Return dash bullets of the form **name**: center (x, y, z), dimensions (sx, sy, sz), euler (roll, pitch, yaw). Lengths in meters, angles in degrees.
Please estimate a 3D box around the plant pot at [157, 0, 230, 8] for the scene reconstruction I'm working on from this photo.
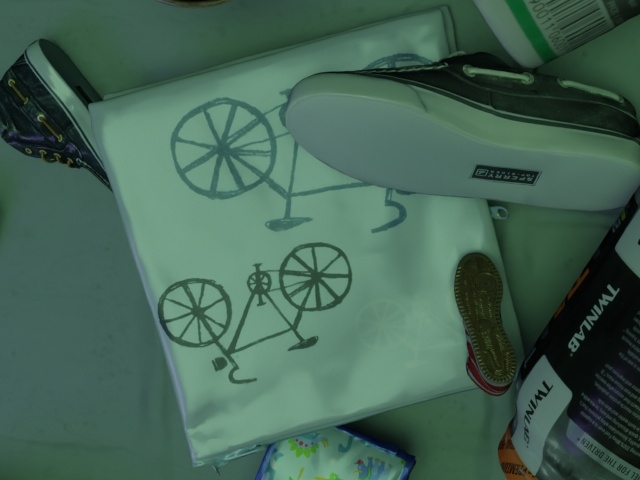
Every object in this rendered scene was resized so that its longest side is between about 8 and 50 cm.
- **plant pot**: center (-0.081, -0.275, 1.030), dimensions (0.166, 0.165, 0.167), euler (2, 101, 11)

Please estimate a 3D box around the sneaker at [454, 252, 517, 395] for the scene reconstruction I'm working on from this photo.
- **sneaker**: center (0.138, 0.074, 1.065), dimensions (0.042, 0.067, 0.119), euler (-9, 65, 1)

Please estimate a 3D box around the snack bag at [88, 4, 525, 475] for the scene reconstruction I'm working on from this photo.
- **snack bag**: center (0.000, 0.000, 1.091), dimensions (0.323, 0.037, 0.343), euler (-16, 94, 0)

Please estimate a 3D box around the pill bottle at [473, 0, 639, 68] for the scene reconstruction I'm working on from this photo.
- **pill bottle**: center (0.263, -0.296, 0.931), dimensions (0.361, 0.204, 0.204), euler (-27, 93, 15)

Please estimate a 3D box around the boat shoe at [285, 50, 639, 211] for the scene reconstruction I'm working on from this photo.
- **boat shoe**: center (0.120, -0.103, 1.017), dimensions (0.301, 0.108, 0.102), euler (8, 58, -9)

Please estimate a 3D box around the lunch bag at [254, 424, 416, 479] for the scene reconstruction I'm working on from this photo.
- **lunch bag**: center (0.004, 0.232, 1.141), dimensions (0.128, 0.096, 0.151), euler (22, 114, 8)

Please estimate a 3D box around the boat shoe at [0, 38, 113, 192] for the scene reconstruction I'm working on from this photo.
- **boat shoe**: center (-0.227, -0.089, 1.153), dimensions (0.083, 0.065, 0.183), euler (-39, 83, 17)

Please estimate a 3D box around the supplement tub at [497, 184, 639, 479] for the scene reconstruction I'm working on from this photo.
- **supplement tub**: center (0.282, 0.084, 0.992), dimensions (0.193, 0.193, 0.316), euler (31, 112, 5)
